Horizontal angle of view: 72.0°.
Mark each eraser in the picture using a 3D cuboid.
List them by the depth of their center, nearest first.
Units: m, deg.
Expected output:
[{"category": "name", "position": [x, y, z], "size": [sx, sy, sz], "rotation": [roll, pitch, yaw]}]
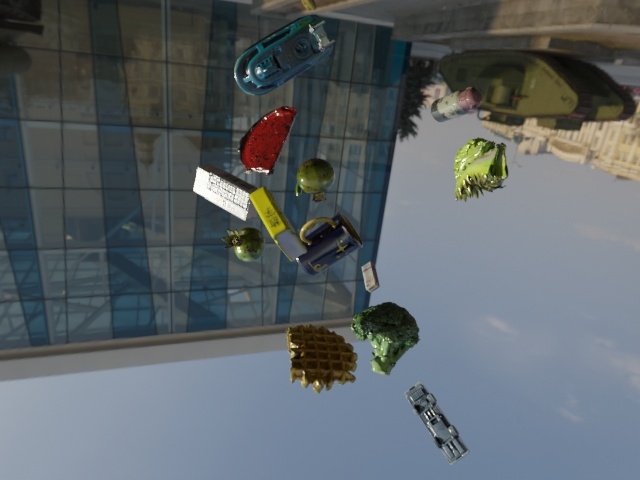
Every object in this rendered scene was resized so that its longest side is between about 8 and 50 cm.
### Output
[{"category": "eraser", "position": [-0.135, -0.055, 1.404], "size": [0.069, 0.158, 0.226], "rotation": [-33, -126, -1]}, {"category": "eraser", "position": [-0.372, -0.197, 1.771], "size": [0.287, 0.130, 0.086], "rotation": [30, -150, 20]}]

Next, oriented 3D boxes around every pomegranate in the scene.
[{"category": "pomegranate", "position": [-0.016, -0.194, 1.375], "size": [0.130, 0.130, 0.130], "rotation": [6, -159, -2]}, {"category": "pomegranate", "position": [-0.344, 0.012, 1.963], "size": [0.220, 0.156, 0.156], "rotation": [15, -167, -36]}]

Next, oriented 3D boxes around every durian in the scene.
[{"category": "durian", "position": [0.326, -0.144, 0.894], "size": [0.106, 0.132, 0.375], "rotation": [2, -171, 18]}]

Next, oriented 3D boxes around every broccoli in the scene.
[{"category": "broccoli", "position": [0.245, 0.367, 1.670], "size": [0.269, 0.270, 0.270], "rotation": [8, 171, 1]}]

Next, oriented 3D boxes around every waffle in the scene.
[{"category": "waffle", "position": [-0.015, 0.379, 1.464], "size": [0.309, 0.065, 0.283], "rotation": [25, -149, 31]}]

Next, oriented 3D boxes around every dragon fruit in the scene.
[{"category": "dragon fruit", "position": [-0.242, -0.447, 2.012], "size": [0.282, 0.344, 0.100], "rotation": [15, 168, 31]}]

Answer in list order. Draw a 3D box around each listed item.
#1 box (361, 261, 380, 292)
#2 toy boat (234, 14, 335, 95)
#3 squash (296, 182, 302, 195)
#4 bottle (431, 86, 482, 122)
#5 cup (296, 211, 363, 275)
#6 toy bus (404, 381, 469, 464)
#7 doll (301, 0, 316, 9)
[{"category": "box", "position": [0.200, 0.145, 1.756], "size": [0.036, 0.050, 0.117], "rotation": [31, -143, -35]}, {"category": "toy boat", "position": [-0.109, -0.521, 1.252], "size": [0.298, 0.134, 0.092], "rotation": [-31, -155, 4]}, {"category": "squash", "position": [-0.071, -0.185, 1.517], "size": [0.027, 0.027, 0.089], "rotation": [9, -137, 6]}, {"category": "bottle", "position": [0.603, -0.600, 1.940], "size": [0.109, 0.110, 0.233], "rotation": [-5, -179, -28]}, {"category": "cup", "position": [0.001, -0.007, 1.843], "size": [0.256, 0.255, 0.178], "rotation": [-34, -155, 13]}, {"category": "toy bus", "position": [0.287, 0.445, 1.081], "size": [0.190, 0.064, 0.075], "rotation": [56, -174, 37]}, {"category": "doll", "position": [-0.100, -1.015, 1.784], "size": [0.209, 0.097, 0.137], "rotation": [45, -166, -31]}]
